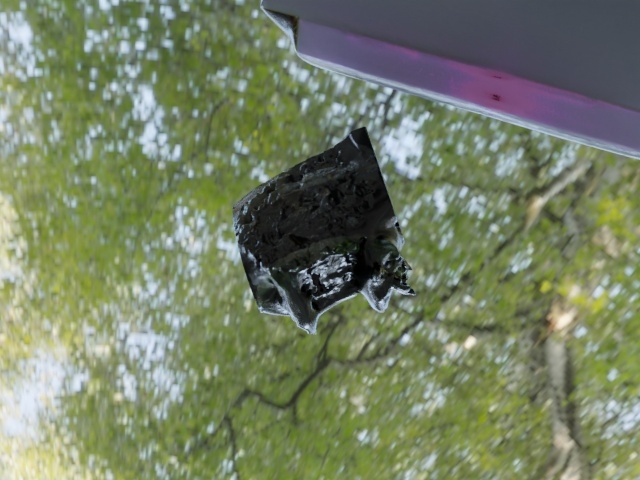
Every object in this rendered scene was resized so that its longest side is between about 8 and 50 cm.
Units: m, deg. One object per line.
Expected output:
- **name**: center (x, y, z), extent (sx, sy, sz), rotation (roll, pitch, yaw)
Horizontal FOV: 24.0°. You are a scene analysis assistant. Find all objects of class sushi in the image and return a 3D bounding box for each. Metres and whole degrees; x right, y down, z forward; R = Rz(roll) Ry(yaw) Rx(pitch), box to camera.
- **sushi**: center (0.000, 0.000, 0.781), extent (0.083, 0.056, 0.085), rotation (-17, -127, 4)

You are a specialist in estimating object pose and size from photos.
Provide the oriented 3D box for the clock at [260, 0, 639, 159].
- **clock**: center (0.118, -0.116, 0.734), extent (0.253, 0.083, 0.186), rotation (19, -157, 30)
